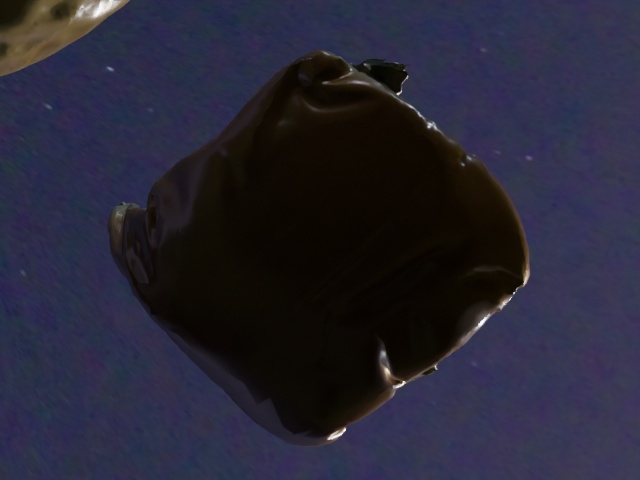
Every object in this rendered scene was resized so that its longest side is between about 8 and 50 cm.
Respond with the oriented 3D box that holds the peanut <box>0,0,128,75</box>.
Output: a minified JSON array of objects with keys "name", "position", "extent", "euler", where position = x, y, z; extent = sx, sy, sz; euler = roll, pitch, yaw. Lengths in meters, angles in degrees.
[{"name":"peanut","position":[-0.213,-0.148,0.704],"extent":[0.325,0.140,0.153],"euler":[-17,-61,-20]}]

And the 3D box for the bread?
[{"name":"bread","position":[0.000,0.000,1.079],"extent":[0.279,0.225,0.250],"euler":[-42,-85,17]}]
